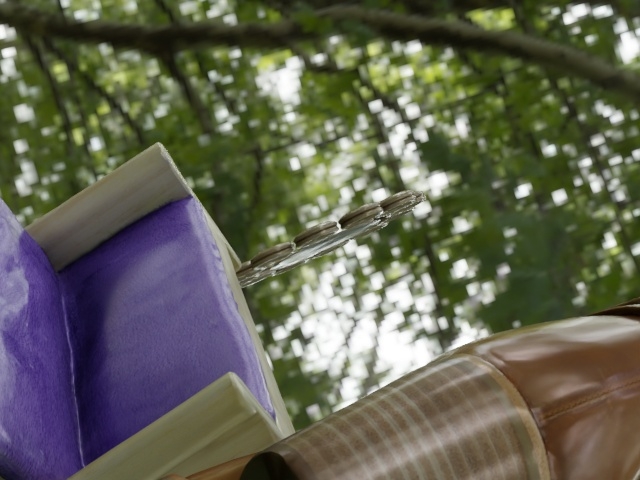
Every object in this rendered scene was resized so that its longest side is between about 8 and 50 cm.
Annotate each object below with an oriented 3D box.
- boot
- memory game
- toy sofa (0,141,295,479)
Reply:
[{"bbox_3d":[0.056,0.094,0.623,0.109,0.220,0.283,64,-25,18],"label":"boot"},{"bbox_3d":[0.000,0.000,1.270,0.012,0.186,0.186,66,-25,5],"label":"memory game"},{"bbox_3d":[-0.125,0.060,0.978,0.177,0.150,0.362,56,3,-27],"label":"toy sofa"}]
